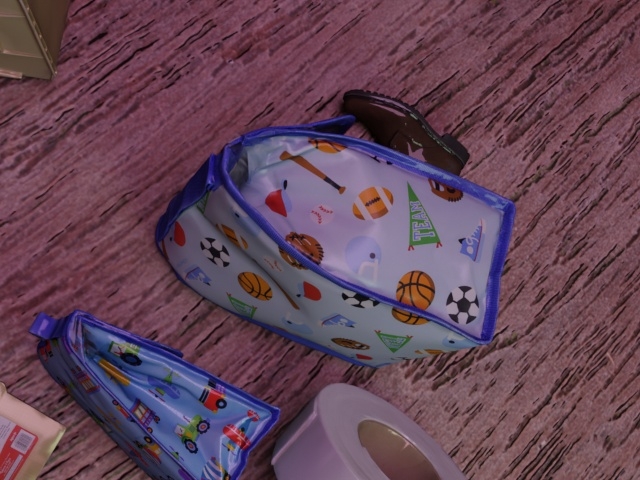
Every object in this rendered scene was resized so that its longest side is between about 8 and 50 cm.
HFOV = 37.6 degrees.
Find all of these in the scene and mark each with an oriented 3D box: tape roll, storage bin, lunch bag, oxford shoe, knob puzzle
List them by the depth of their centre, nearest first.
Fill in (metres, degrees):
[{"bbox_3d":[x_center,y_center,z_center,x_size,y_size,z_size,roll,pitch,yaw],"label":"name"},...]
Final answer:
[{"bbox_3d":[-0.440,0.255,1.146,0.213,0.030,0.213,1,88,-13],"label":"knob puzzle"},{"bbox_3d":[-0.231,0.188,1.149,0.293,0.221,0.138,37,67,-13],"label":"lunch bag"},{"bbox_3d":[-0.384,-0.370,1.179,0.123,0.260,0.262,8,76,-4],"label":"storage bin"},{"bbox_3d":[0.077,0.318,1.223,0.286,0.286,0.100,35,106,-13],"label":"tape roll"},{"bbox_3d":[0.000,0.000,1.228,0.385,0.328,0.239,20,68,-17],"label":"lunch bag"},{"bbox_3d":[0.123,-0.151,1.447,0.227,0.083,0.096,33,73,-13],"label":"oxford shoe"}]
